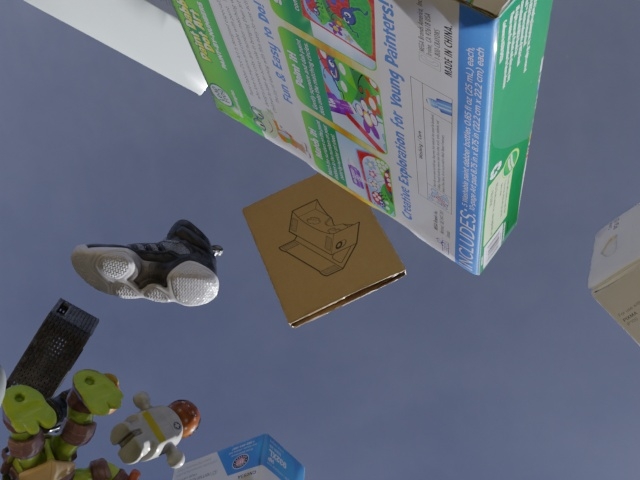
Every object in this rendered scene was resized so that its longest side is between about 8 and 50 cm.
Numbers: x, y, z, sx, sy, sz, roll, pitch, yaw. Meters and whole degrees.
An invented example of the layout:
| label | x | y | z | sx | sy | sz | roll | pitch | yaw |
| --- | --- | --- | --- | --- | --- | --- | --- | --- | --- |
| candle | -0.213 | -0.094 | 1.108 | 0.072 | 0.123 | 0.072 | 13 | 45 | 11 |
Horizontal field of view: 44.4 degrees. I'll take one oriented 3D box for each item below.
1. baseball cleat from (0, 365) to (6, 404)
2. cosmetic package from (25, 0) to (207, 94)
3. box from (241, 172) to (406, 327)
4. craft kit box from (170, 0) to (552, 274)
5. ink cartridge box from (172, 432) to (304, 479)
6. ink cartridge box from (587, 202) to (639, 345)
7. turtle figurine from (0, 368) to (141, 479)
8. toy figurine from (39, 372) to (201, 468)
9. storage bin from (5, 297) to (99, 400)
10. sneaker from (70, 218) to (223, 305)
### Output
| label | x | y | z | sx | sy | sz | roll | pitch | yaw |
| --- | --- | --- | --- | --- | --- | --- | --- | --- | --- |
| baseball cleat | -0.264 | 0.114 | 0.448 | 0.072 | 0.206 | 0.110 | 14 | -52 | 16 |
| cosmetic package | -0.308 | -0.410 | 1.209 | 0.284 | 0.377 | 0.097 | 23 | -61 | -34 |
| box | 0.000 | 0.000 | 1.051 | 0.164 | 0.021 | 0.201 | -26 | -124 | 0 |
| craft kit box | 0.008 | -0.111 | 0.462 | 0.246 | 0.250 | 0.061 | 32 | -108 | 21 |
| ink cartridge box | -0.160 | 0.516 | 1.335 | 0.223 | 0.307 | 0.129 | -25 | -57 | 22 |
| ink cartridge box | 0.463 | 0.092 | 0.931 | 0.283 | 0.207 | 0.117 | 47 | -59 | -1 |
| turtle figurine | -0.270 | 0.229 | 0.808 | 0.087 | 0.269 | 0.217 | 59 | -44 | 44 |
| toy figurine | -0.255 | 0.287 | 1.007 | 0.213 | 0.148 | 0.210 | 5 | -85 | 26 |
| storage bin | -0.482 | 0.207 | 1.402 | 0.084 | 0.122 | 0.180 | 31 | -83 | -12 |
| sneaker | -0.313 | 0.030 | 1.455 | 0.268 | 0.153 | 0.101 | 12 | -52 | -4 |
